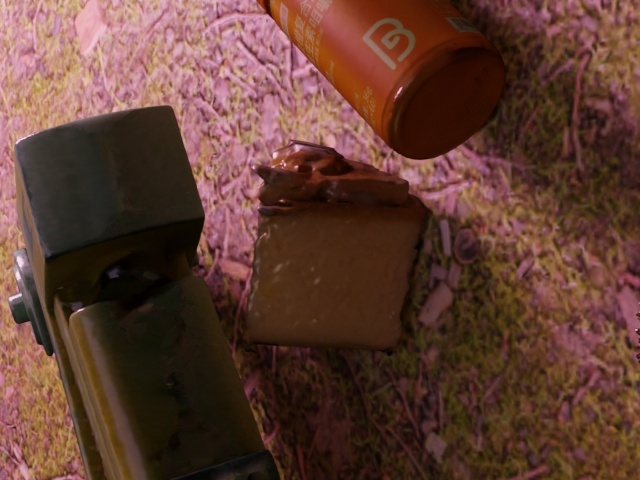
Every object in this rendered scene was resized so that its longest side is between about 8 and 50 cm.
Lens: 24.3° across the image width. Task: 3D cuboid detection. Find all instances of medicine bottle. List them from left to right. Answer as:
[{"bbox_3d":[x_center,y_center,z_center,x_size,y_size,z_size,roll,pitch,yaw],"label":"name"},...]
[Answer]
[{"bbox_3d":[0.034,-0.147,1.011,0.192,0.096,0.096,50,127,33],"label":"medicine bottle"}]

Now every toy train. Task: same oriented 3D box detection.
[{"bbox_3d":[-0.130,0.100,1.100,0.253,0.160,0.397,116,138,-67],"label":"toy train"}]

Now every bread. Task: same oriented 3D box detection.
[{"bbox_3d":[0.000,0.000,1.086,0.152,0.127,0.147,-114,31,-72],"label":"bread"}]

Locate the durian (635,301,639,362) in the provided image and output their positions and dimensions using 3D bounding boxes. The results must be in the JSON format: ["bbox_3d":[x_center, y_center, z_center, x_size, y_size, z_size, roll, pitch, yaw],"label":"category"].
[{"bbox_3d":[0.229,0.064,0.840,0.100,0.086,0.215,-23,76,12],"label":"durian"}]
